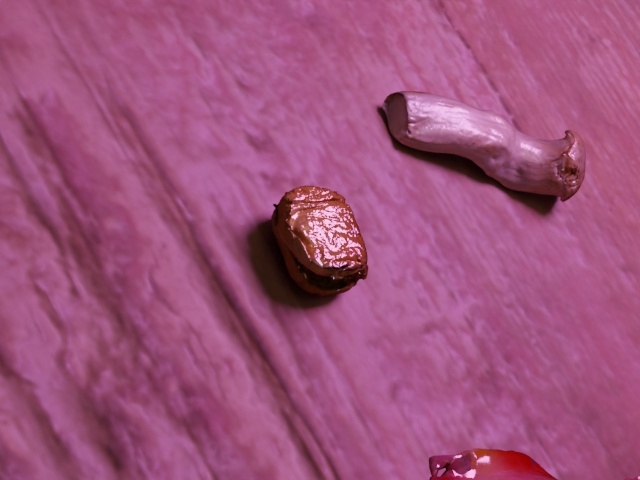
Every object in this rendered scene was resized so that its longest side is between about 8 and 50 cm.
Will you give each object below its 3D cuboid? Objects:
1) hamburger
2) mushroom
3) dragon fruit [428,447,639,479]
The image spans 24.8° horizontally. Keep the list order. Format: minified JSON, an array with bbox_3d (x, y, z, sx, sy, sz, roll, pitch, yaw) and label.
[{"bbox_3d":[0.000,0.000,1.085,0.076,0.044,0.083,-3,61,-38],"label":"hamburger"},{"bbox_3d":[0.146,-0.086,1.260,0.202,0.054,0.059,18,52,-22],"label":"mushroom"},{"bbox_3d":[0.178,0.296,0.887,0.371,0.249,0.386,38,46,-18],"label":"dragon fruit"}]
